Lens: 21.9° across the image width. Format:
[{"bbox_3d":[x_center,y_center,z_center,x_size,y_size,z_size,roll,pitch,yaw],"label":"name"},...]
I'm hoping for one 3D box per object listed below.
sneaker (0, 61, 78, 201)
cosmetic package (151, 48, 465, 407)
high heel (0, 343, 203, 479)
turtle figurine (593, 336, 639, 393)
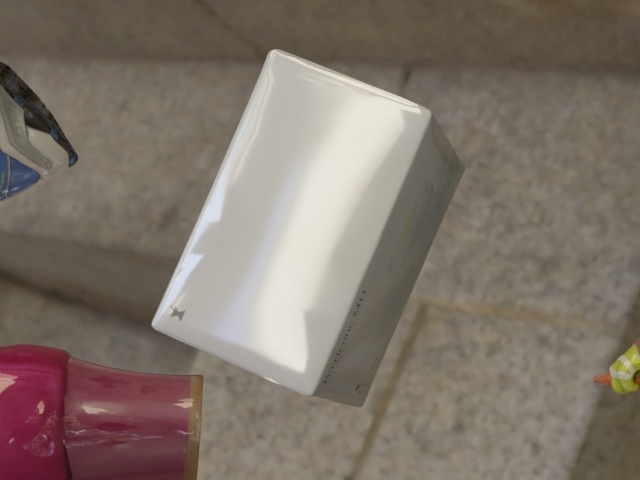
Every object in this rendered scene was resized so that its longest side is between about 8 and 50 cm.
[{"bbox_3d":[-0.226,-0.086,0.962,0.211,0.081,0.080,51,-177,-45],"label":"sneaker"},{"bbox_3d":[0.000,0.000,1.279,0.138,0.224,0.225,23,178,14],"label":"cosmetic package"},{"bbox_3d":[-0.182,0.209,1.076,0.181,0.127,0.377,5,127,-7],"label":"high heel"},{"bbox_3d":[0.327,0.048,1.174,0.270,0.087,0.217,-13,173,3],"label":"turtle figurine"}]
